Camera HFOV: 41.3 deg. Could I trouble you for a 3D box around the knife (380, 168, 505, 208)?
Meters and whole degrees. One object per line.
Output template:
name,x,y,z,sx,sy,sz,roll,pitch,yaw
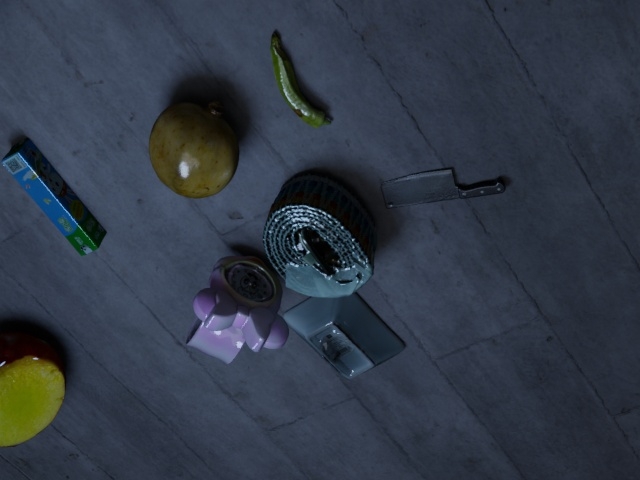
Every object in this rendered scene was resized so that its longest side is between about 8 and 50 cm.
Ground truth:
knife,0.243,-0.108,1.697,0.245,0.019,0.072,-7,123,15

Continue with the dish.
dish,0.051,0.227,1.923,0.181,0.080,0.243,-32,115,26

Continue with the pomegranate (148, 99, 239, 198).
pomegranate,-0.236,-0.179,1.615,0.196,0.196,0.196,4,125,5

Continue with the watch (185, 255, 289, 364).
watch,-0.188,0.173,1.814,0.210,0.248,0.217,27,127,-12

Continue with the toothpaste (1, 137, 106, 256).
toothpaste,-0.557,-0.089,1.790,0.050,0.065,0.267,-24,118,19

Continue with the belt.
belt,0.000,0.000,1.726,0.207,0.150,0.258,-19,120,30

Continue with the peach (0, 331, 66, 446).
peach,-0.739,0.330,2.003,0.245,0.248,0.275,29,122,14

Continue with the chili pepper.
chili pepper,-0.053,-0.287,1.596,0.048,0.043,0.208,-17,122,33
